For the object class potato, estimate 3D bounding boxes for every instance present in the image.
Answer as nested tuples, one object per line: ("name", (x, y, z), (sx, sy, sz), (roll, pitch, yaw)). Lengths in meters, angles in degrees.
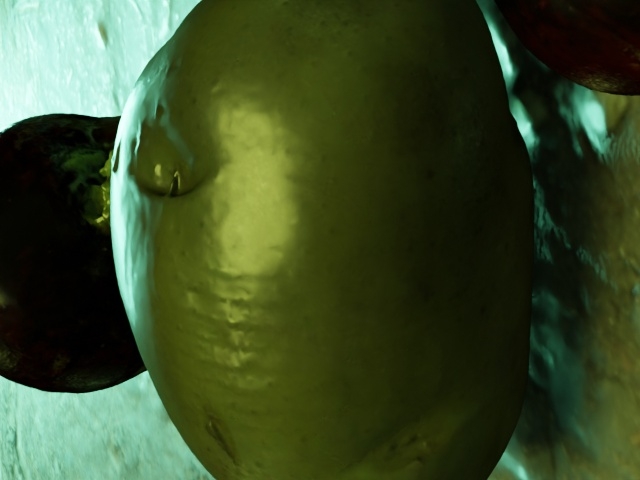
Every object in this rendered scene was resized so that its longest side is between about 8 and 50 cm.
("potato", (0.000, 0.000, 0.694), (0.243, 0.221, 0.326), (20, 120, 45))

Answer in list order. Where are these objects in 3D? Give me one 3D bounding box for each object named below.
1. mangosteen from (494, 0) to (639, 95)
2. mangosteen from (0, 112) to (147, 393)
("mangosteen", (0.145, -0.125, 0.512), (0.152, 0.152, 0.152), (25, 120, 53))
("mangosteen", (-0.176, -0.009, 0.985), (0.289, 0.231, 0.231), (-38, 67, 47))
